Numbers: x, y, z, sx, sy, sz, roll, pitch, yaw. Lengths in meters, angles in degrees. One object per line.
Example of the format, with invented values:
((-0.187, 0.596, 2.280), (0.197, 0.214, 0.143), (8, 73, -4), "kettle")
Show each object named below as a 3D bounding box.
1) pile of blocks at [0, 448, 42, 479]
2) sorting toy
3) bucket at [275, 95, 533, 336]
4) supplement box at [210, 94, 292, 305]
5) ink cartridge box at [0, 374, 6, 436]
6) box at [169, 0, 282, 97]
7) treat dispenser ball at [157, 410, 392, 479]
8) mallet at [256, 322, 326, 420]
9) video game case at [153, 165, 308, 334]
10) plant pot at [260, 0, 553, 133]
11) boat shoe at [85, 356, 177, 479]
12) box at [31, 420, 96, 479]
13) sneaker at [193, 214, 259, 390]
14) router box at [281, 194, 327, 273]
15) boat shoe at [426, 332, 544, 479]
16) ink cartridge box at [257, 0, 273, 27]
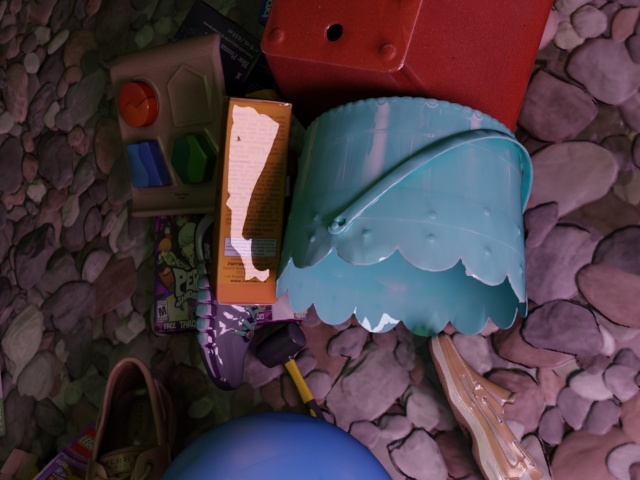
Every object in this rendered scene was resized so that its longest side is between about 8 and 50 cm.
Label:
((-0.352, 0.458, 1.133), (0.362, 0.148, 0.113), (57, 151, 35), "pile of blocks")
((-0.165, -0.148, 1.061), (0.307, 0.041, 0.229), (-1, 97, 38), "sorting toy")
((0.091, -0.016, 0.872), (0.281, 0.281, 0.183), (-4, 69, 29), "bucket")
((-0.082, -0.047, 0.944), (0.078, 0.080, 0.234), (-137, 49, -72), "supplement box")
((-0.627, 0.200, 1.320), (0.198, 0.114, 0.273), (-19, 71, 24), "ink cartridge box")
((-0.142, -0.224, 1.148), (0.156, 0.093, 0.158), (39, 101, 30), "box")
((-0.048, 0.326, 0.865), (0.288, 0.288, 0.288), (-6, 77, 28), "treat dispenser ball")
((-0.010, 0.190, 1.022), (0.062, 0.039, 0.190), (-44, 66, 18), "mallet")
((-0.127, 0.015, 1.117), (0.232, 0.042, 0.210), (-8, 77, 28), "video game case")
((0.084, -0.247, 0.941), (0.267, 0.235, 0.267), (16, 87, 31), "plant pot")
((-0.238, 0.298, 1.000), (0.121, 0.110, 0.341), (-13, 43, -2), "boat shoe")
((-0.262, 0.377, 1.046), (0.293, 0.057, 0.201), (21, 51, 31), "box")
((-0.100, 0.073, 1.024), (0.098, 0.083, 0.224), (-8, 83, 16), "sneaker")
((0.000, 0.000, 1.002), (0.038, 0.122, 0.092), (-9, 75, 35), "router box")
((0.183, 0.182, 0.902), (0.072, 0.068, 0.190), (-27, 77, 9), "boat shoe")
((-0.015, -0.392, 1.137), (0.097, 0.046, 0.207), (11, 85, 32), "ink cartridge box")
